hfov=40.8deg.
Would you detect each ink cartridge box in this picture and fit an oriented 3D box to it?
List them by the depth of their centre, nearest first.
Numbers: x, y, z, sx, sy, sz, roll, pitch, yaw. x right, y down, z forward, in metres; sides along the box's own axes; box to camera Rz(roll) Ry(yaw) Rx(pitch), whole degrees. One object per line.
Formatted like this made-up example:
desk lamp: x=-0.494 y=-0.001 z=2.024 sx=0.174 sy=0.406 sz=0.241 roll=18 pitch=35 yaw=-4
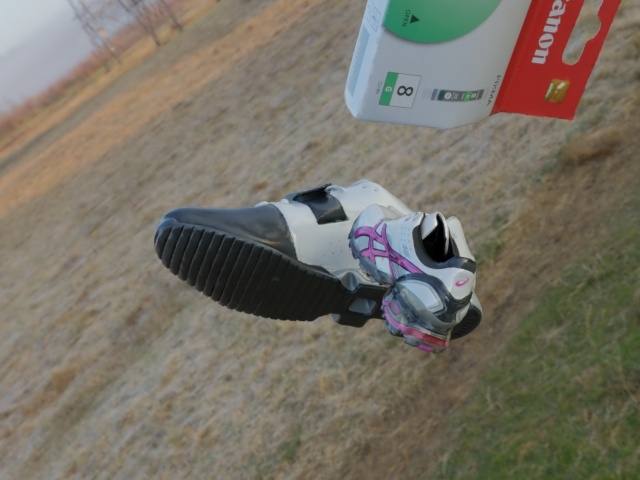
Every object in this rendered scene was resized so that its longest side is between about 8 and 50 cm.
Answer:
ink cartridge box: x=0.147 y=-0.174 z=0.691 sx=0.056 sy=0.224 sz=0.181 roll=-107 pitch=27 yaw=-53

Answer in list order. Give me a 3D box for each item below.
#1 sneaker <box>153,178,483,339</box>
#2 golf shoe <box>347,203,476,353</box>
sneaker: x=0.000 y=0.000 z=0.863 sx=0.122 sy=0.330 sz=0.146 roll=127 pitch=151 yaw=-52
golf shoe: x=0.079 y=0.010 z=0.698 sx=0.086 sy=0.067 sz=0.186 roll=-62 pitch=26 yaw=19
